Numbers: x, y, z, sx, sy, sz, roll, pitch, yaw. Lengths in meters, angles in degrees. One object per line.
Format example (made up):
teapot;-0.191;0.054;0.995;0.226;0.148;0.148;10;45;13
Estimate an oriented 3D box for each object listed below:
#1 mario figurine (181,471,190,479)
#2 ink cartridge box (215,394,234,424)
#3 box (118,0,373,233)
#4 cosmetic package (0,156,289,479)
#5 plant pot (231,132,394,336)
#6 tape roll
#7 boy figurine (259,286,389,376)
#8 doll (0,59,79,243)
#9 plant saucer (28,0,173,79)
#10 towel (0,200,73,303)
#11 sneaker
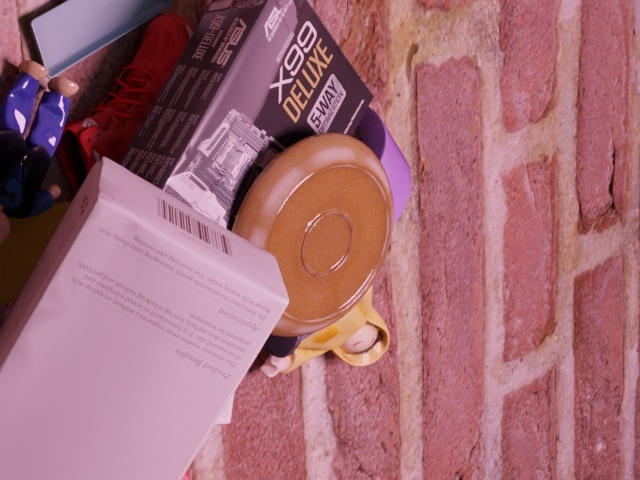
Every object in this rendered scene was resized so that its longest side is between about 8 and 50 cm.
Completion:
mario figurine;-0.218;0.245;1.764;0.170;0.198;0.321;-13;116;-44
ink cartridge box;-0.198;0.113;1.886;0.232;0.066;0.189;4;98;-30
box;-0.082;-0.106;1.800;0.307;0.076;0.242;-62;144;-18
cosmetic package;-0.219;0.146;1.611;0.217;0.156;0.385;31;102;-14
plant pot;0.000;0.000;1.819;0.236;0.032;0.236;-21;123;-37
tape roll;0.006;-0.069;1.955;0.189;0.189;0.080;-58;137;-22
boy figurine;0.001;0.106;2.047;0.177;0.092;0.285;-44;158;7
doll;-0.307;-0.083;1.663;0.129;0.046;0.189;28;69;-34
plant saucer;-0.231;-0.241;1.755;0.192;0.018;0.067;-38;127;-37
towel;-0.261;0.005;1.736;0.237;0.021;0.102;-9;111;-35
sneaker;-0.205;-0.139;1.762;0.128;0.087;0.221;9;92;-52
